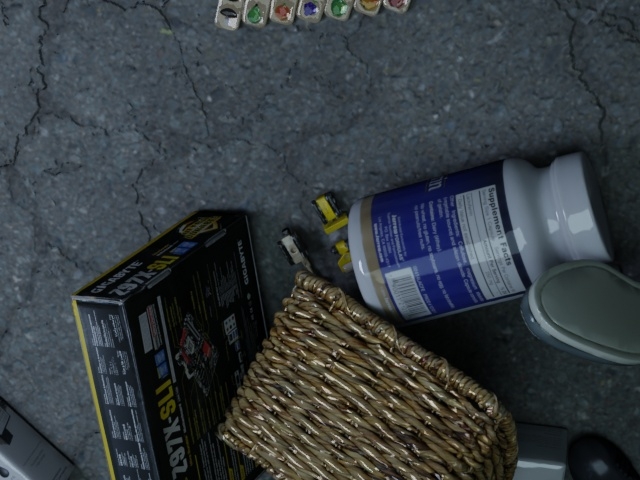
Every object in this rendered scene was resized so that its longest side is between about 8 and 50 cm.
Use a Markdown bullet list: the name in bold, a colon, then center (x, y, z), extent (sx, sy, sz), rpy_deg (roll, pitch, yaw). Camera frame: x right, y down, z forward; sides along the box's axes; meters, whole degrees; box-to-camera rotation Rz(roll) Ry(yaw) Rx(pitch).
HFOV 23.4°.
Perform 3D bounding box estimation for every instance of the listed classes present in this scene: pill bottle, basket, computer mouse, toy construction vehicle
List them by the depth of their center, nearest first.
- **pill bottle**: center (0.175, -0.004, 1.686), extent (0.264, 0.153, 0.153), rpy_deg (-15, 108, 16)
- **basket**: center (0.079, 0.197, 1.732), extent (0.299, 0.213, 0.223), rpy_deg (32, 100, 26)
- **toy construction vehicle**: center (0.000, 0.000, 1.790), extent (0.086, 0.035, 0.098), rpy_deg (-31, 106, 9)
- **computer mouse**: center (0.377, 0.331, 1.845), extent (0.071, 0.041, 0.242), rpy_deg (-36, 102, 21)

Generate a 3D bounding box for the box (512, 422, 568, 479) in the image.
- **box**: center (0.237, 0.279, 1.824), extent (0.101, 0.087, 0.102), rpy_deg (6, 113, 9)

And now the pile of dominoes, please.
- **pile of dominoes**: center (-0.014, -0.324, 1.653), extent (0.251, 0.040, 0.196), rpy_deg (-3, 111, 12)

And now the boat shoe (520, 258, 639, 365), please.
- **boat shoe**: center (0.308, 0.094, 1.645), extent (0.099, 0.319, 0.116), rpy_deg (-35, 63, 38)

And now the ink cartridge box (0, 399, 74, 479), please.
- **ink cartridge box**: center (-0.450, 0.278, 1.952), extent (0.219, 0.092, 0.160), rpy_deg (43, 112, -9)

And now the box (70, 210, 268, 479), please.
- **box**: center (-0.151, 0.159, 1.754), extent (0.079, 0.257, 0.322), rpy_deg (4, 114, 30)
